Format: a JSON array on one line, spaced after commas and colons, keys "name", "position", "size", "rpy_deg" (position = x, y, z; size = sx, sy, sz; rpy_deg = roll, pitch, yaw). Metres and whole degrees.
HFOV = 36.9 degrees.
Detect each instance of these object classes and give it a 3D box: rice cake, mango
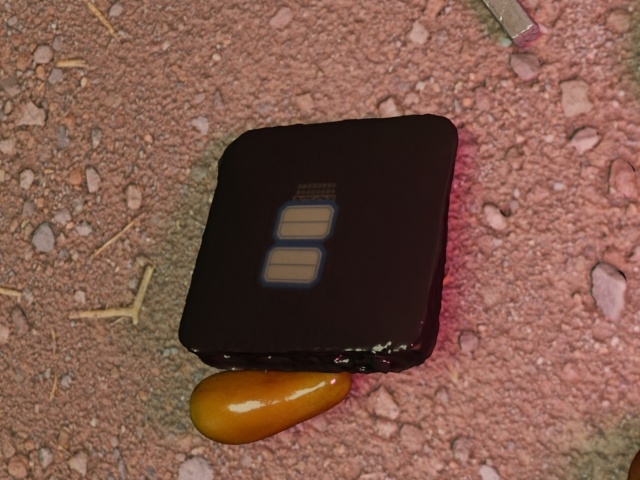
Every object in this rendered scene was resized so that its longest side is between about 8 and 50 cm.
[{"name": "rice cake", "position": [0.200, -0.350, 1.241], "size": [0.042, 0.045, 0.245], "rpy_deg": [-41, 69, 19]}, {"name": "mango", "position": [-0.064, 0.206, 1.255], "size": [0.227, 0.136, 0.099], "rpy_deg": [-17, 85, 15]}]

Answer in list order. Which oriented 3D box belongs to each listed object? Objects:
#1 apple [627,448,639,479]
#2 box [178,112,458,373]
[{"name": "apple", "position": [0.414, 0.280, 0.997], "size": [0.181, 0.181, 0.168], "rpy_deg": [-46, 45, 14]}, {"name": "box", "position": [0.000, 0.000, 1.232], "size": [0.359, 0.091, 0.350], "rpy_deg": [-2, 63, 27]}]
